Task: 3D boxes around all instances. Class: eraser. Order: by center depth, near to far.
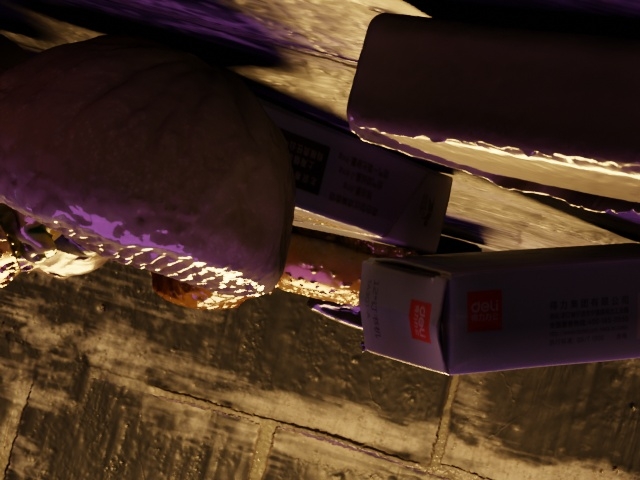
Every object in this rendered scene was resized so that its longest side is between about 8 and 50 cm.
[{"bbox_3d":[0.110,-0.047,0.715,0.172,0.058,0.117,13,176,44],"label":"eraser"}]

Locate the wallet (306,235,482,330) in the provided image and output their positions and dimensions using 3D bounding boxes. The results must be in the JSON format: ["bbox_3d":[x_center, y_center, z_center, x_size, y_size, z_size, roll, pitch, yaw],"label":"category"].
[{"bbox_3d":[0.087,0.042,1.920,0.168,0.052,0.245,12,-157,7],"label":"wallet"}]

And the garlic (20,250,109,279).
[{"bbox_3d":[-0.279,-0.058,1.605,0.244,0.161,0.245,-11,153,-6],"label":"garlic"}]

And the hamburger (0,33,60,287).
[{"bbox_3d":[-0.278,-0.059,1.230,0.236,0.147,0.237,8,136,8],"label":"hamburger"}]

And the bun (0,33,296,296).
[{"bbox_3d":[-0.110,-0.053,1.087,0.220,0.134,0.220,22,176,1],"label":"bun"}]

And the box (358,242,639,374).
[{"bbox_3d":[0.173,0.049,1.373,0.269,0.079,0.135,-3,-174,-27],"label":"box"}]

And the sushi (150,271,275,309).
[{"bbox_3d":[-0.089,-0.008,1.967,0.140,0.149,0.287,-3,162,-37],"label":"sushi"}]

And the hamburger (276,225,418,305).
[{"bbox_3d":[0.008,0.002,1.756,0.191,0.118,0.182,11,-179,-4],"label":"hamburger"}]

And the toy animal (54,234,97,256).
[{"bbox_3d":[-0.292,-0.099,1.404,0.343,0.106,0.168,26,161,-6],"label":"toy animal"}]

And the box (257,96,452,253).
[{"bbox_3d":[-0.032,-0.053,1.311,0.155,0.067,0.243,13,177,41],"label":"box"}]
